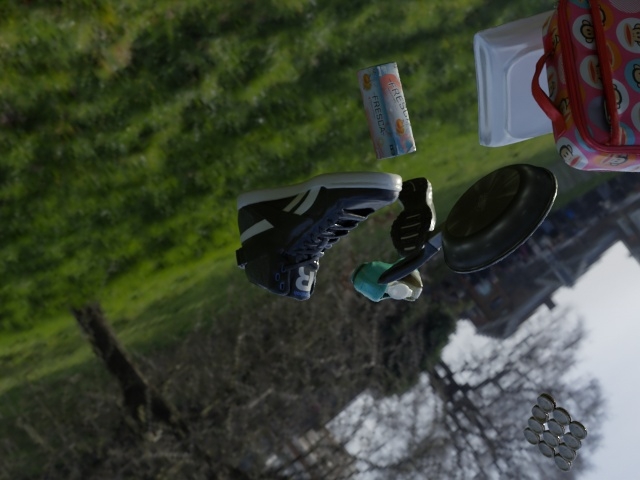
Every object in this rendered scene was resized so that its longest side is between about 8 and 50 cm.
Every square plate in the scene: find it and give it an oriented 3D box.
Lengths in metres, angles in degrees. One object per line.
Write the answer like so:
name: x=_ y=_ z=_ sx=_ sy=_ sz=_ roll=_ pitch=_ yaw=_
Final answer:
square plate: x=0.464 y=-0.306 z=1.807 sx=0.347 sy=0.049 sz=0.344 roll=-15 pitch=149 yaw=3

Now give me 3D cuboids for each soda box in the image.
soda box: x=0.130 y=-0.256 z=1.915 sx=0.058 sy=0.183 sz=0.063 roll=-20 pitch=-171 yaw=-39

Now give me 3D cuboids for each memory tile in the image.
memory tile: x=0.433 y=0.356 z=1.793 sx=0.012 sy=0.113 sz=0.148 roll=-33 pitch=147 yaw=-31

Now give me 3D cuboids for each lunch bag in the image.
lunch bag: x=0.463 y=-0.256 z=1.555 sx=0.258 sy=0.293 sz=0.120 roll=-1 pitch=162 yaw=-12

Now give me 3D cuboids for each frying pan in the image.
frying pan: x=0.210 y=-0.032 z=1.419 sx=0.326 sy=0.053 sz=0.197 roll=-9 pitch=-138 yaw=57

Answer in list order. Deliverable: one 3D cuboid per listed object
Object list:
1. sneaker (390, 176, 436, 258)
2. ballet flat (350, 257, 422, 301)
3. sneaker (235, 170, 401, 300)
sneaker: x=0.227 y=-0.037 z=2.230 sx=0.100 sy=0.108 sz=0.272 roll=-13 pitch=-147 yaw=19
ballet flat: x=0.146 y=0.085 z=1.869 sx=0.083 sy=0.087 sz=0.247 roll=-59 pitch=155 yaw=16
sneaker: x=0.000 y=0.000 z=0.999 sx=0.079 sy=0.121 sz=0.216 roll=5 pitch=171 yaw=-44
